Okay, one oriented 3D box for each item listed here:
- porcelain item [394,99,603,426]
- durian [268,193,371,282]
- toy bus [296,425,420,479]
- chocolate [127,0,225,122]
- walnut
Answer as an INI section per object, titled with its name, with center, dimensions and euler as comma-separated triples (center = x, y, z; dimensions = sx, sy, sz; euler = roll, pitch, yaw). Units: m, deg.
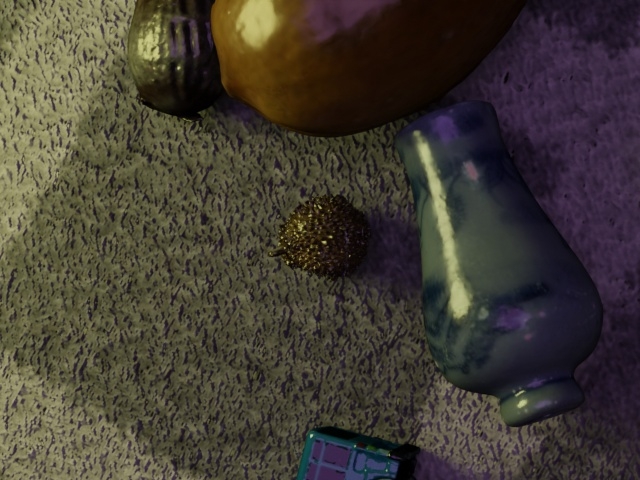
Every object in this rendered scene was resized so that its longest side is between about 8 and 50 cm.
[porcelain item]
center = 0.140, 0.019, 1.012
dimensions = 0.141, 0.141, 0.259
euler = -19, 74, 10
[durian]
center = 0.000, 0.000, 1.063
dimensions = 0.091, 0.080, 0.080
euler = -19, 83, -12
[toy bus]
center = 0.016, 0.253, 1.043
dimensions = 0.106, 0.090, 0.185
euler = 14, 88, 13
[chocolate]
center = -0.119, -0.229, 1.087
dimensions = 0.110, 0.110, 0.248
euler = -1, 84, 12
[walnut]
center = 0.067, -0.211, 1.003
dimensions = 0.336, 0.209, 0.209
euler = -31, 81, 4
